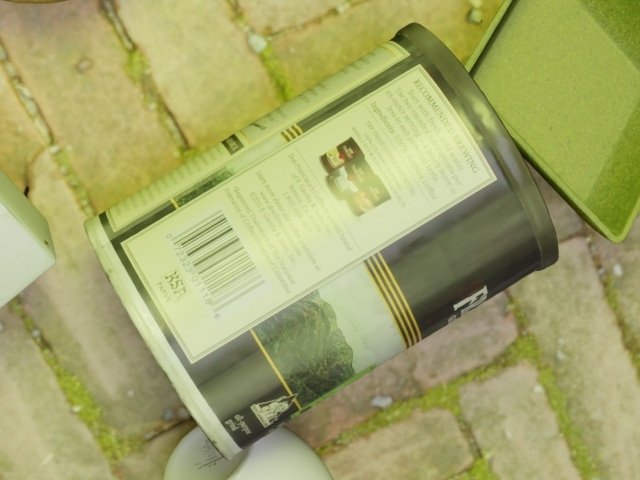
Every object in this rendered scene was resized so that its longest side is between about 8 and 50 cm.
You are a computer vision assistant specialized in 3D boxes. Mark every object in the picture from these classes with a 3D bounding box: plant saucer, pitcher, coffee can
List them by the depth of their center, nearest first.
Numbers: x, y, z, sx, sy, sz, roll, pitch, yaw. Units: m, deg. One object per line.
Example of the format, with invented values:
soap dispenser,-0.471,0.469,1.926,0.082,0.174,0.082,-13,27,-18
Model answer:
coffee can,0.000,0.000,1.081,0.275,0.201,0.201,-31,112,-3
plant saucer,0.190,-0.121,1.143,0.188,0.045,0.188,43,61,-22
pitcher,-0.055,0.243,1.195,0.178,0.125,0.207,-28,124,12

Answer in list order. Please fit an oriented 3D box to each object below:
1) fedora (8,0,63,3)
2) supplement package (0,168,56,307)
fedora,-0.198,-0.255,1.016,0.194,0.079,0.194,-4,107,-13
supplement package,-0.289,0.019,1.063,0.179,0.105,0.105,-39,111,0
